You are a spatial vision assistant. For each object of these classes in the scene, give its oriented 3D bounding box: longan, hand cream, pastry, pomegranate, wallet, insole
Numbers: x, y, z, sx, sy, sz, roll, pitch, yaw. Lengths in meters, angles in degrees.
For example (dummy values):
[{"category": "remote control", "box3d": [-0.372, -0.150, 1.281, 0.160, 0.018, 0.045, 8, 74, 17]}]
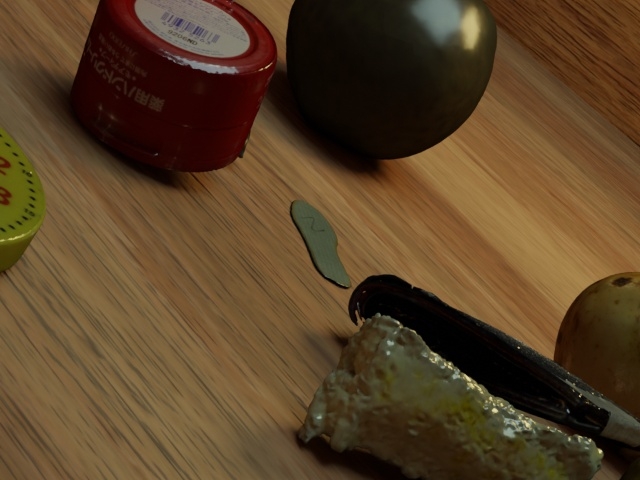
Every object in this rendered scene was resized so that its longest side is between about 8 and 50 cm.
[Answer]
[{"category": "longan", "box3d": [0.087, -0.254, 1.991, 0.288, 0.288, 0.350, 29, 8, -21]}, {"category": "hand cream", "box3d": [-0.147, -0.170, 1.481, 0.193, 0.125, 0.193, 17, 31, -11]}, {"category": "pastry", "box3d": [0.114, 0.156, 1.214, 0.258, 0.121, 0.089, 28, 15, -25]}, {"category": "pomegranate", "box3d": [0.365, 0.142, 1.623, 0.215, 0.215, 0.215, 33, 18, -12]}, {"category": "wallet", "box3d": [0.177, 0.125, 1.395, 0.262, 0.071, 0.221, 26, -1, 36]}, {"category": "insole", "box3d": [0.000, 0.000, 1.594, 0.064, 0.004, 0.188, 27, 20, -24]}]

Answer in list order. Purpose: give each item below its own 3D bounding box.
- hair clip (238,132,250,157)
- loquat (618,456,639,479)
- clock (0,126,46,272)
[{"category": "hair clip", "box3d": [-0.145, -0.193, 1.734, 0.110, 0.095, 0.358, -9, 27, -19]}, {"category": "loquat", "box3d": [0.307, 0.257, 1.199, 0.213, 0.213, 0.213, 33, 18, -12]}, {"category": "clock", "box3d": [-0.326, -0.081, 1.079, 0.277, 0.071, 0.293, 30, 18, -18]}]
